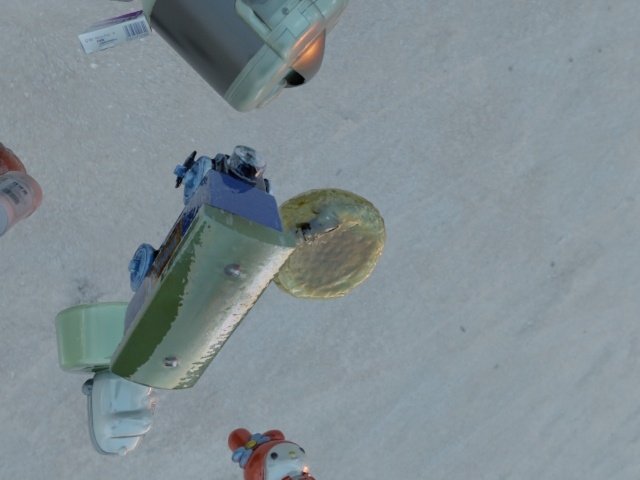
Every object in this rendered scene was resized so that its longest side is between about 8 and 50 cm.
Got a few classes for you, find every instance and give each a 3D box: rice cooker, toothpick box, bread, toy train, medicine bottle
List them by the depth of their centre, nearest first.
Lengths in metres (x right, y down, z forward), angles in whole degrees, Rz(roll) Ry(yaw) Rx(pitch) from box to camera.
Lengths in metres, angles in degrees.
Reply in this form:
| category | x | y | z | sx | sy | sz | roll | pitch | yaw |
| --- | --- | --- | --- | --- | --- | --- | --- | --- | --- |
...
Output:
| category | x | y | z | sx | sy | sz | roll | pitch | yaw |
| --- | --- | --- | --- | --- | --- | --- | --- | --- | --- |
| toy train | -0.150 | 0.032 | 0.663 | 0.131 | 0.201 | 0.299 | 20 | 121 | -29 |
| rice cooker | -0.126 | -0.435 | 1.008 | 0.325 | 0.335 | 0.335 | 45 | 86 | -12 |
| bread | 0.000 | 0.000 | 1.034 | 0.245 | 0.134 | 0.244 | -7 | 118 | -13 |
| toothpick box | -0.633 | -0.072 | 1.050 | 0.099 | 0.149 | 0.098 | -1 | 113 | -3 |
| medicine bottle | -0.481 | -0.512 | 1.285 | 0.171 | 0.201 | 0.052 | -16 | 121 | -1 |

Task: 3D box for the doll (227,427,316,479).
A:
| category | x | y | z | sx | sy | sz | roll | pitch | yaw |
| --- | --- | --- | --- | --- | --- | --- | --- | --- | --- |
| doll | -0.098 | 0.510 | 1.180 | 0.161 | 0.290 | 0.129 | 5 | 106 | -42 |

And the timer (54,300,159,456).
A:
| category | x | y | z | sx | sy | sz | roll | pitch | yaw |
| --- | --- | --- | --- | --- | --- | --- | --- | --- | --- |
| timer | -0.447 | 0.318 | 1.192 | 0.291 | 0.291 | 0.315 | 6 | 68 | -31 |

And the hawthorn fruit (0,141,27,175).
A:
| category | x | y | z | sx | sy | sz | roll | pitch | yaw |
| --- | --- | --- | --- | --- | --- | --- | --- | --- | --- |
| hawthorn fruit | -0.982 | -0.183 | 1.455 | 0.300 | 0.275 | 0.275 | -25 | 121 | -4 |
